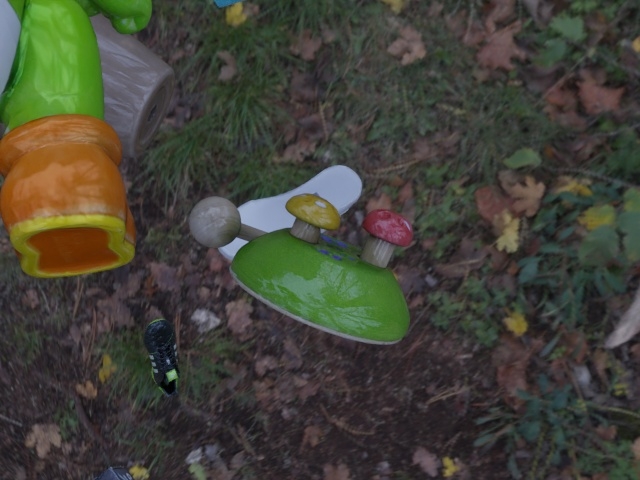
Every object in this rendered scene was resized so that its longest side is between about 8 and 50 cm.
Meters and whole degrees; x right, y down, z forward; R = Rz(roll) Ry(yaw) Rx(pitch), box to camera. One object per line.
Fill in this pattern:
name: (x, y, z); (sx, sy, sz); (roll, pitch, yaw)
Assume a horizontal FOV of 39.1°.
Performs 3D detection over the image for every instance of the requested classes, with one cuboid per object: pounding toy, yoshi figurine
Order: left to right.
yoshi figurine: (-0.212, -0.147, 0.474); (0.202, 0.203, 0.362); (-18, 80, 24)
pounding toy: (0.000, 0.000, 0.883); (0.182, 0.237, 0.110); (12, 105, -45)

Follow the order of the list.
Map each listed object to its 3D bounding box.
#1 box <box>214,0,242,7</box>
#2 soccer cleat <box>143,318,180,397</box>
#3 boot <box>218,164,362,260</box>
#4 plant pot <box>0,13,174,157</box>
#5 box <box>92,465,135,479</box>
box: (-0.018, -0.299, 0.872); (0.060, 0.244, 0.101); (50, 58, -31)
soccer cleat: (-0.276, 0.209, 1.610); (0.060, 0.179, 0.072); (-21, 51, -22)
boot: (-0.052, -0.020, 1.392); (0.258, 0.123, 0.095); (-26, 74, -26)
plant pot: (-0.351, -0.237, 1.346); (0.229, 0.263, 0.263); (25, 67, 1)
box: (-0.293, 0.498, 1.160); (0.293, 0.073, 0.295); (-39, 77, -6)
